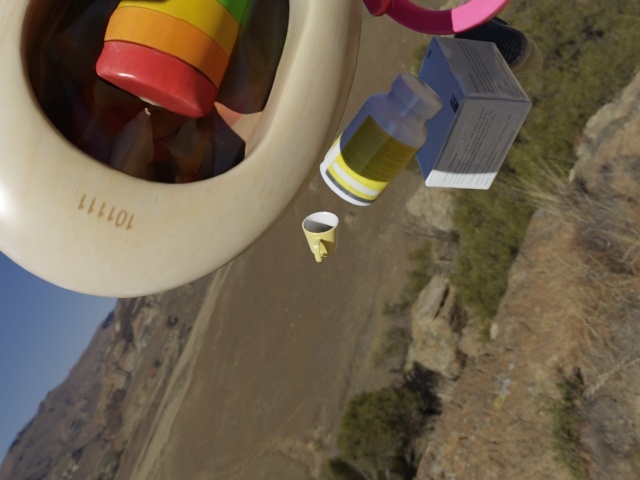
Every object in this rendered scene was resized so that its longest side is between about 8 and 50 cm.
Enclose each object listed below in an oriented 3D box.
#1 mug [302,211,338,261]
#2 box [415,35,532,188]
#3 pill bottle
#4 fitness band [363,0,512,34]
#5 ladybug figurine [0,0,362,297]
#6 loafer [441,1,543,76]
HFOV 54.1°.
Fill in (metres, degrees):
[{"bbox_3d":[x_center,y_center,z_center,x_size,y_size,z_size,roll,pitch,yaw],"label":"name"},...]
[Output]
[{"bbox_3d":[-0.001,-0.002,1.080,0.078,0.062,0.064,-39,-43,-33],"label":"mug"},{"bbox_3d":[0.233,-0.210,1.041,0.182,0.119,0.181,106,161,-45],"label":"box"},{"bbox_3d":[0.087,-0.145,0.896,0.184,0.103,0.103,-50,18,31],"label":"pill bottle"},{"bbox_3d":[0.108,-0.362,0.664,0.209,0.290,0.054,-27,3,33],"label":"fitness band"},{"bbox_3d":[-0.127,-0.169,0.530,0.162,0.305,0.449,-18,50,67],"label":"ladybug figurine"},{"bbox_3d":[0.320,-0.369,1.184,0.102,0.092,0.268,-54,36,21],"label":"loafer"}]
